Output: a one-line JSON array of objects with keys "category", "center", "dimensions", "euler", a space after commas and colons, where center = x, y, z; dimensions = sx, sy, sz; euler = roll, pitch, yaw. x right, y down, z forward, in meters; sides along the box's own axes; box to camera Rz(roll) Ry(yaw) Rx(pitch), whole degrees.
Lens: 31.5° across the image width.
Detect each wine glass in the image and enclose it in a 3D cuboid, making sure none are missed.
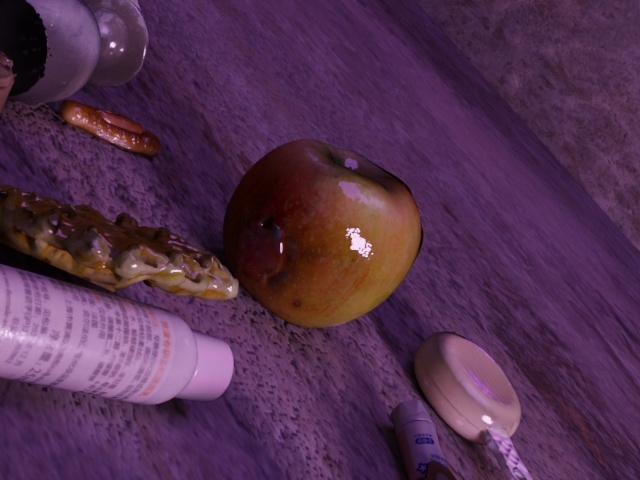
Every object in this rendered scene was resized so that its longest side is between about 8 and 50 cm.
[{"category": "wine glass", "center": [-0.277, -0.210, 1.192], "dimensions": [0.126, 0.126, 0.241], "euler": [44, 19, 4]}]

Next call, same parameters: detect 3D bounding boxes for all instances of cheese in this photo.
[{"category": "cheese", "center": [0.188, 0.201, 1.319], "dimensions": [0.137, 0.064, 0.227], "euler": [22, 27, -38]}]

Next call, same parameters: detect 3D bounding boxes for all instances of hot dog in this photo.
[{"category": "hot dog", "center": [-0.231, -0.127, 1.250], "dimensions": [0.137, 0.028, 0.044], "euler": [20, 23, -45]}]

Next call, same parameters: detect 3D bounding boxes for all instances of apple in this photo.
[{"category": "apple", "center": [0.000, 0.000, 1.198], "dimensions": [0.207, 0.188, 0.174], "euler": [26, 21, -23]}]

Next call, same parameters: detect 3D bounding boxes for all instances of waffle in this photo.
[{"category": "waffle", "center": [-0.189, 0.003, 0.930], "dimensions": [0.223, 0.054, 0.204], "euler": [20, 4, 32]}]

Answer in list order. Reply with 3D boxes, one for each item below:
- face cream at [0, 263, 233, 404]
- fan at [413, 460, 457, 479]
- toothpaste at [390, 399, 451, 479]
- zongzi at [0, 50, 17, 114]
[{"category": "face cream", "center": [-0.175, 0.077, 0.860], "dimensions": [0.269, 0.082, 0.082], "euler": [22, 28, -46]}, {"category": "fan", "center": [0.104, 0.290, 1.020], "dimensions": [0.153, 0.008, 0.226], "euler": [60, 28, 9]}, {"category": "toothpaste", "center": [0.111, 0.245, 1.125], "dimensions": [0.067, 0.043, 0.195], "euler": [30, 29, -37]}, {"category": "zongzi", "center": [-0.371, -0.146, 0.932], "dimensions": [0.197, 0.099, 0.194], "euler": [31, 20, -2]}]
